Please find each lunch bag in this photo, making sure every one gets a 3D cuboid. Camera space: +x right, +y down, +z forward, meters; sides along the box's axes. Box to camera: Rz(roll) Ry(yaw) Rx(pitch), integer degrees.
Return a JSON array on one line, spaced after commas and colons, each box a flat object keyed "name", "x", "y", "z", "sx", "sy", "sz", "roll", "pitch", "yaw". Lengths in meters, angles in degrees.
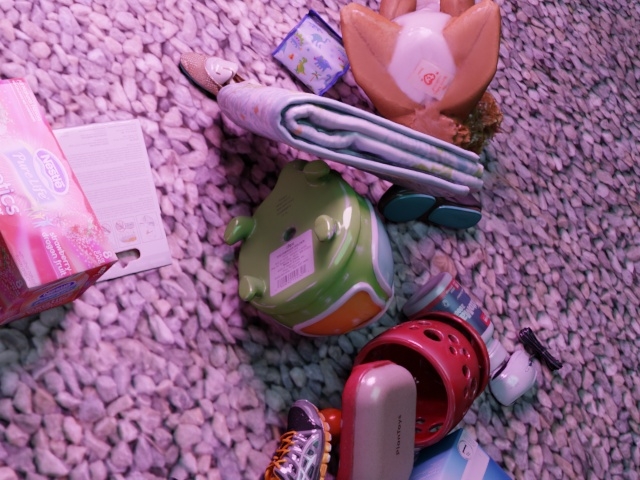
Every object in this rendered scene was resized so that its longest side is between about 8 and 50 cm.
[{"name": "lunch bag", "x": -0.002, "y": -0.360, "z": 2.095, "sx": 0.129, "sy": 0.096, "sz": 0.151, "roll": 43, "pitch": 31, "yaw": -8}]

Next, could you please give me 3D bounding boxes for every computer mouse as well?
[{"name": "computer mouse", "x": 0.380, "y": 0.240, "z": 2.068, "sx": 0.106, "sy": 0.042, "sz": 0.193, "roll": 53, "pitch": 44, "yaw": -2}]

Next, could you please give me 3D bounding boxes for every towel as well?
[{"name": "towel", "x": 0.042, "y": -0.161, "z": 1.809, "sx": 0.374, "sy": 0.320, "sz": 0.090, "roll": 18, "pitch": 91, "yaw": -24}]

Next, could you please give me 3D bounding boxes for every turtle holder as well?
[{"name": "turtle holder", "x": -0.010, "y": 0.017, "z": 1.782, "sx": 0.227, "sy": 0.243, "sz": 0.320, "roll": 37, "pitch": 4, "yaw": -36}]

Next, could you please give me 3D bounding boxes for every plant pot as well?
[{"name": "plant pot", "x": 0.174, "y": 0.217, "z": 1.810, "sx": 0.174, "sy": 0.191, "sz": 0.191, "roll": -24, "pitch": 80, "yaw": -50}]

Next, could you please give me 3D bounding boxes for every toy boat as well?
[{"name": "toy boat", "x": 0.053, "y": 0.295, "z": 1.698, "sx": 0.151, "sy": 0.151, "sz": 0.231, "roll": -2, "pitch": 96, "yaw": -56}]

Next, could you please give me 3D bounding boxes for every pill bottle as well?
[{"name": "pill bottle", "x": 0.241, "y": 0.154, "z": 1.961, "sx": 0.180, "sy": 0.108, "sz": 0.108, "roll": 48, "pitch": 44, "yaw": -5}]

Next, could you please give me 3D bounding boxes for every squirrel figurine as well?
[{"name": "squirrel figurine", "x": 0.212, "y": -0.338, "z": 2.163, "sx": 0.370, "sy": 0.281, "sz": 0.397, "roll": -80, "pitch": 160, "yaw": -64}]

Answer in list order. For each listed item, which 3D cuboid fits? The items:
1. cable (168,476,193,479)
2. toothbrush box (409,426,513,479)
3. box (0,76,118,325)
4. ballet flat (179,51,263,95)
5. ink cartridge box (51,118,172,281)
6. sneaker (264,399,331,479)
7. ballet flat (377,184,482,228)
[{"name": "cable", "x": -0.166, "y": 0.405, "z": 1.519, "sx": 0.184, "sy": 0.047, "sz": 0.150, "roll": 33, "pitch": 52, "yaw": -23}, {"name": "toothbrush box", "x": 0.206, "y": 0.470, "z": 1.700, "sx": 0.216, "sy": 0.126, "sz": 0.295, "roll": 47, "pitch": 38, "yaw": -7}, {"name": "box", "x": -0.425, "y": -0.054, "z": 1.513, "sx": 0.154, "sy": 0.142, "sz": 0.300, "roll": -19, "pitch": 77, "yaw": -45}, {"name": "ballet flat", "x": -0.147, "y": -0.271, "z": 1.931, "sx": 0.206, "sy": 0.067, "sz": 0.073, "roll": 35, "pitch": 46, "yaw": -18}, {"name": "ink cartridge box", "x": -0.335, "y": -0.059, "z": 1.672, "sx": 0.189, "sy": 0.066, "sz": 0.232, "roll": -14, "pitch": 95, "yaw": -44}, {"name": "sneaker", "x": -0.039, "y": 0.333, "z": 1.638, "sx": 0.083, "sy": 0.084, "sz": 0.215, "roll": 18, "pitch": 55, "yaw": -25}, {"name": "ballet flat", "x": 0.191, "y": -0.080, "z": 2.086, "sx": 0.280, "sy": 0.095, "sz": 0.096, "roll": 10, "pitch": 48, "yaw": -47}]
